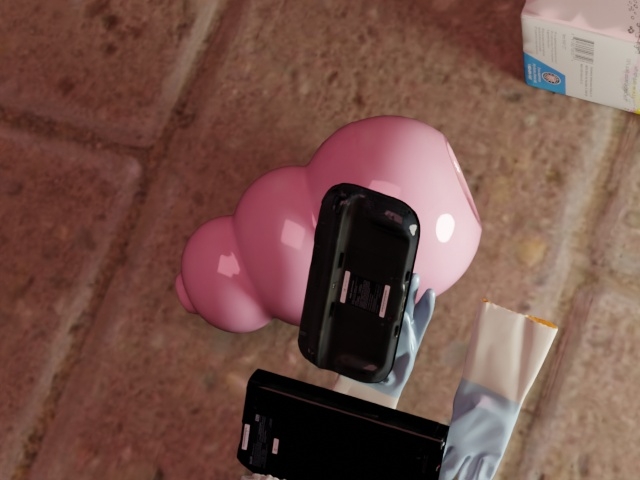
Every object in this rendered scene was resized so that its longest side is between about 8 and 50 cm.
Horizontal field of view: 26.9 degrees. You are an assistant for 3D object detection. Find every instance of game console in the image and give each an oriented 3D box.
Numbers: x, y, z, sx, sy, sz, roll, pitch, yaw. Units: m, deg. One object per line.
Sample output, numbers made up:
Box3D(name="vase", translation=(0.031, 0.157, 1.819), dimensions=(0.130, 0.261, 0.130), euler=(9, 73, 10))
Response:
Box3D(name="game console", translation=(0.038, 0.122, 1.349), dimensions=(0.213, 0.044, 0.361), euler=(16, 114, 14))

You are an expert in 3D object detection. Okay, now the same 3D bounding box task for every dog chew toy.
Box3D(name="dog chew toy", translation=(0.000, 0.000, 1.440), dimensions=(0.331, 0.206, 0.207), euler=(-23, 67, 10))

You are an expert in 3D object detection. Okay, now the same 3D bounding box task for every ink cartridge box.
Box3D(name="ink cartridge box", translation=(0.358, -0.249, 1.473), dimensions=(0.232, 0.171, 0.168), euler=(18, 74, 15))

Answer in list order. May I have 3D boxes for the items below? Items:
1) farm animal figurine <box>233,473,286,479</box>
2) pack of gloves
Box3D(name="farm animal figurine", translation=(-0.064, 0.412, 1.202), dimensions=(0.330, 0.172, 0.327), euler=(-47, 108, -7))
Box3D(name="pack of gloves", translation=(0.114, 0.145, 1.387), dimensions=(0.195, 0.046, 0.232), euler=(22, 114, 7))
